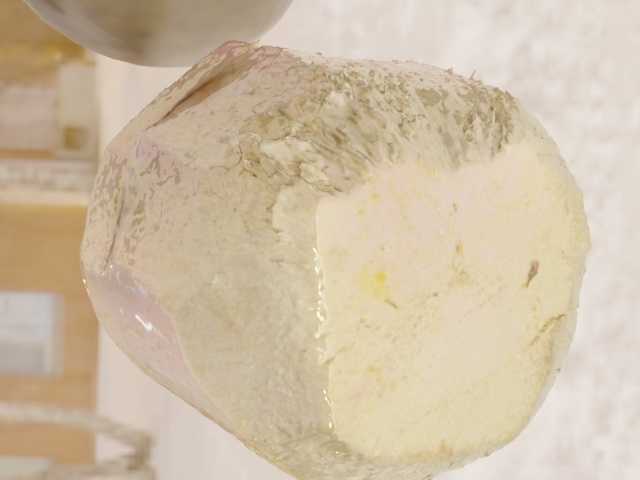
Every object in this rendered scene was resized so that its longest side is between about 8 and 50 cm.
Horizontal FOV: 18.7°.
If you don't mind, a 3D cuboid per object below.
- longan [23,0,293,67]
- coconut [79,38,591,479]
[{"bbox_3d":[-0.164,-0.308,1.717,0.288,0.350,0.288,-33,32,24],"label":"longan"},{"bbox_3d":[0.000,0.000,1.330,0.309,0.298,0.297,24,114,57],"label":"coconut"}]
